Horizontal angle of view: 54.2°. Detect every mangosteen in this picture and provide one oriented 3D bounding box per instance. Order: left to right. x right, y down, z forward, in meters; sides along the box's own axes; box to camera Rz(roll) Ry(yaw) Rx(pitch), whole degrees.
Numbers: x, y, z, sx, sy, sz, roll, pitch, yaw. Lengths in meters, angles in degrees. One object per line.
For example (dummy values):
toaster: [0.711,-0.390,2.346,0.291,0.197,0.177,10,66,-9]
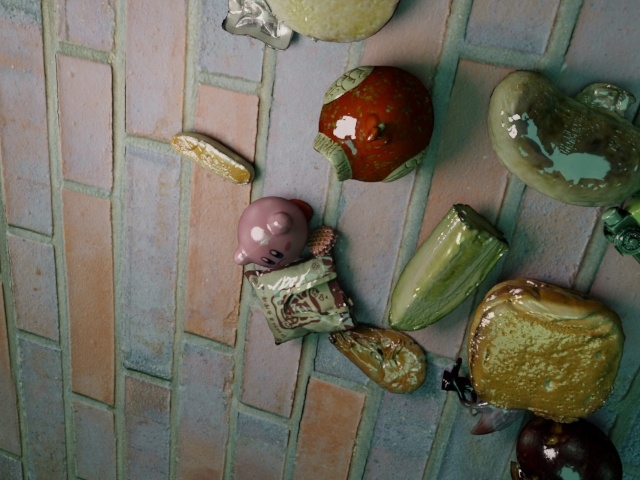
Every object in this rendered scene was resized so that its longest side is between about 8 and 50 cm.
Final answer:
mangosteen: [0.531,0.530,1.404,0.231,0.289,0.231,38,160,17]

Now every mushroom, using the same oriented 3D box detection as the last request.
mushroom: [0.475,-0.190,1.184,0.344,0.130,0.247,36,123,0]

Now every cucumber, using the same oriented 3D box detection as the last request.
cucumber: [0.267,0.071,1.389,0.145,0.105,0.325,20,121,-21]

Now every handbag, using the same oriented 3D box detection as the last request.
handbag: [-0.048,0.144,1.509,0.235,0.127,0.212,-15,103,24]

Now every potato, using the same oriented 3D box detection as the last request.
potato: [0.009,-0.513,1.203,0.299,0.116,0.239,20,118,-10]

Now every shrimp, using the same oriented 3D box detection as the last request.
shrimp: [0.132,0.268,1.547,0.294,0.062,0.154,31,107,0]

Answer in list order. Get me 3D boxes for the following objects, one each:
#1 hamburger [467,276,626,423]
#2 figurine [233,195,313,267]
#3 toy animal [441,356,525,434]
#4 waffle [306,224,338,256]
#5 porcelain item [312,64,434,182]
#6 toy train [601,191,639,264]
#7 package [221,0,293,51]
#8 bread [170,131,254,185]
hamburger: [0.468,0.231,1.329,0.305,0.174,0.284,16,102,16]
figurine: [-0.111,-0.018,1.435,0.173,0.173,0.173,7,115,16]
toy animal: [0.443,0.362,1.461,0.324,0.090,0.195,-8,101,20]
waffle: [0.000,0.000,1.459,0.075,0.083,0.029,-43,129,-3]
porcelain item: [0.104,-0.221,1.238,0.253,0.253,0.252,7,115,16]
toy train: [0.676,0.006,1.225,0.157,0.105,0.253,-43,96,15]
package: [-0.112,-0.521,1.290,0.166,0.040,0.231,16,109,8]
bread: [-0.247,-0.198,1.467,0.214,0.053,0.073,28,123,2]
